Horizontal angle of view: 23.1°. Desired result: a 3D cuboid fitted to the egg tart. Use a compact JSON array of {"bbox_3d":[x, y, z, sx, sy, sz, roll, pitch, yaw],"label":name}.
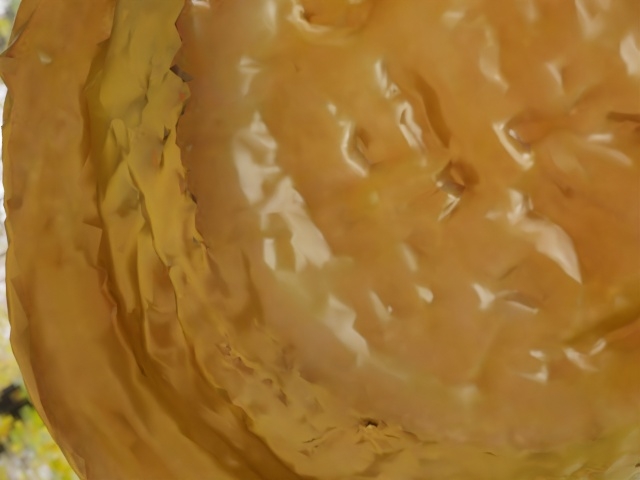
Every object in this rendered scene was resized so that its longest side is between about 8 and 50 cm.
[{"bbox_3d":[0.040,-0.024,0.425,0.288,0.288,0.118,58,-3,2],"label":"egg tart"}]
